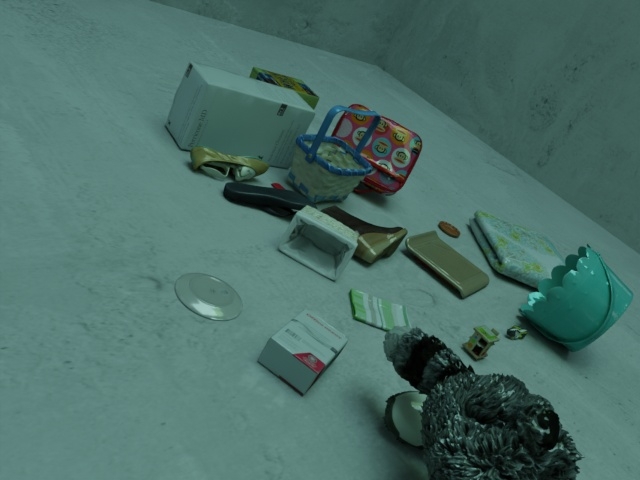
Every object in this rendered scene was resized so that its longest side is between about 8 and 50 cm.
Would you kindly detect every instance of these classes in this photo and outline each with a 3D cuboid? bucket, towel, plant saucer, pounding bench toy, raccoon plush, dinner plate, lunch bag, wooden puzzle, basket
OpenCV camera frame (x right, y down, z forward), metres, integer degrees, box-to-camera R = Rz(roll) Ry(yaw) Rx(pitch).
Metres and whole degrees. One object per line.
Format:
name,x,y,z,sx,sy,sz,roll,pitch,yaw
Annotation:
bucket,0.729,0.170,1.777,0.183,0.281,0.281,43,28,10
towel,0.705,0.049,2.187,0.320,0.090,0.375,18,27,-15
towel,0.142,0.168,1.463,0.151,0.023,0.113,21,26,-16
plant saucer,0.446,-0.038,2.162,0.083,0.013,0.083,23,25,-11
pounding bench toy,0.397,0.249,1.523,0.083,0.065,0.052,-1,37,-46
raccoon plush,0.170,0.347,0.967,0.299,0.216,0.446,-32,27,-21
dinner plate,-0.216,0.104,1.226,0.141,0.017,0.141,25,26,-13
lunch bag,0.164,-0.283,2.063,0.293,0.258,0.120,27,-5,-1
wooden puzzle,0.378,0.071,1.869,0.238,0.044,0.220,45,29,21
basket,0.000,0.000,1.525,0.167,0.113,0.103,29,23,0
basket,0.044,-0.261,1.841,0.201,0.289,0.254,47,28,24

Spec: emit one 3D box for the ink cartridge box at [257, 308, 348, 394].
ink cartridge box,-0.030,0.205,1.173,0.109,0.063,0.150,34,26,12

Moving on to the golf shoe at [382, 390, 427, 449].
golf shoe,0.248,0.331,1.130,0.272,0.120,0.105,19,61,-15

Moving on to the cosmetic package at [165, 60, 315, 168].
cosmetic package,-0.233,-0.361,1.838,0.384,0.217,0.156,2,36,-41

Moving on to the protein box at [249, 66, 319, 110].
protein box,-0.151,-0.440,2.077,0.201,0.200,0.136,4,35,-41

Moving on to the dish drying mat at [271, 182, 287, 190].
dish drying mat,-0.105,-0.141,1.797,0.083,0.008,0.032,42,29,25

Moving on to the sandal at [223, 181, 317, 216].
sandal,-0.135,-0.104,1.664,0.254,0.055,0.097,10,23,-15

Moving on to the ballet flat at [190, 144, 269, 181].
ballet flat,-0.247,-0.196,1.705,0.232,0.080,0.073,10,59,-30

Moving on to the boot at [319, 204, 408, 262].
boot,0.120,-0.040,1.743,0.206,0.090,0.248,40,31,17

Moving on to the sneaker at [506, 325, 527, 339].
sneaker,0.530,0.250,1.706,0.083,0.031,0.035,12,17,-40
